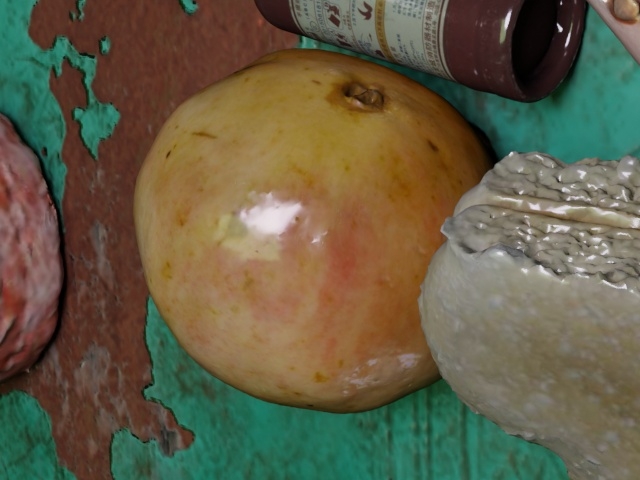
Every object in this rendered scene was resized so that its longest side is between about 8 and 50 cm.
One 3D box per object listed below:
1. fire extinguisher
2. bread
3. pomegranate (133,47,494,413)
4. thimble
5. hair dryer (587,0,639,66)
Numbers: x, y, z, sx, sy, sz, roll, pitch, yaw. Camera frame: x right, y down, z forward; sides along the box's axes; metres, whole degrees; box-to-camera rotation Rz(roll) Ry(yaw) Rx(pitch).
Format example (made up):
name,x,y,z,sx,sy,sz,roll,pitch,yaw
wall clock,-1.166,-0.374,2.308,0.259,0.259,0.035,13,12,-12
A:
name,x,y,z,sx,sy,sz,roll,pitch,yaw
fire extinguisher,0.022,-0.145,0.678,0.231,0.071,0.099,25,135,35
bread,0.203,0.073,0.526,0.337,0.102,0.183,10,123,25
pomegranate,-0.001,-0.001,0.669,0.191,0.191,0.191,12,109,39
thimble,-0.312,0.007,0.961,0.239,0.162,0.239,13,111,39
hair dryer,0.120,-0.122,0.550,0.344,0.189,0.107,51,137,1
